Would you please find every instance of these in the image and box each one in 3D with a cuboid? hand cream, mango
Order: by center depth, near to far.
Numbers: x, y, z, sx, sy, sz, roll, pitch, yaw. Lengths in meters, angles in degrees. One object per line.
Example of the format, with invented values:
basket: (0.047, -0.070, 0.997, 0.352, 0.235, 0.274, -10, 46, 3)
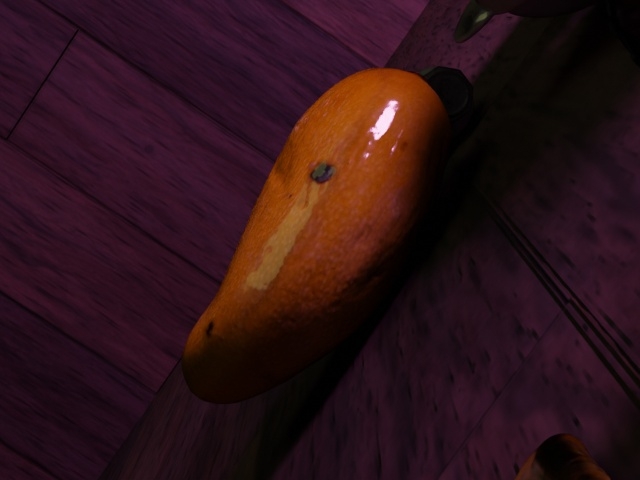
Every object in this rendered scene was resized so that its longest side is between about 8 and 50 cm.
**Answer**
mango: (0.005, 0.002, 0.899, 0.262, 0.109, 0.157, -61, 15, -8)
hand cream: (0.075, -0.089, 1.123, 0.271, 0.058, 0.091, 131, 161, -78)

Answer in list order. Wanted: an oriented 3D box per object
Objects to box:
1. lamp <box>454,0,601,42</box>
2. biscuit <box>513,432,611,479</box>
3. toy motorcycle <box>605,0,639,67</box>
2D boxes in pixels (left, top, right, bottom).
lamp: (0.163, -0.211, 0.750, 0.246, 0.108, 0.179, -45, 16, 56)
biscuit: (0.052, 0.092, 0.352, 0.081, 0.018, 0.083, -56, 4, 2)
toy motorcycle: (0.157, -0.123, 0.330, 0.084, 0.118, 0.212, -29, -35, -65)
